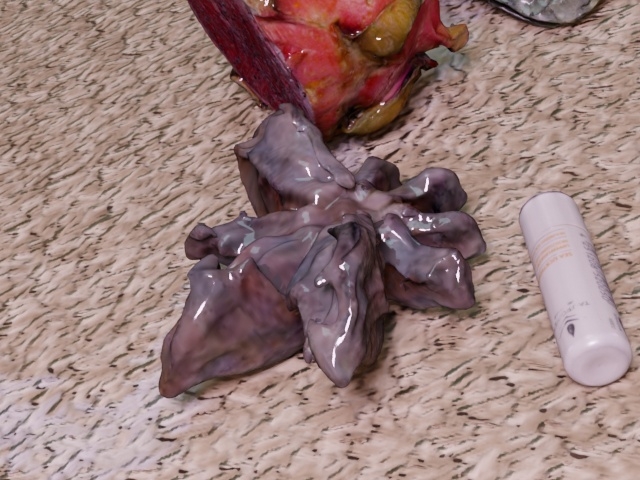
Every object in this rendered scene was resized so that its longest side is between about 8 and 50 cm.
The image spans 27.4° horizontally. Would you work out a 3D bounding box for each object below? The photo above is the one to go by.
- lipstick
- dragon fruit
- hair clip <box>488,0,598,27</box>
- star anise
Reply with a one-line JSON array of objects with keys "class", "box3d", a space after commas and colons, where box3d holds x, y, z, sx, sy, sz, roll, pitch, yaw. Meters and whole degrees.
[{"class": "lipstick", "box3d": [0.149, 0.027, 0.774, 0.040, 0.040, 0.141, -14, 38, 5]}, {"class": "dragon fruit", "box3d": [0.000, -0.181, 0.940, 0.147, 0.211, 0.282, -37, -4, -10]}, {"class": "hair clip", "box3d": [0.099, -0.260, 1.110, 0.321, 0.091, 0.138, 13, 44, 32]}, {"class": "star anise", "box3d": [-0.001, 0.003, 0.810, 0.198, 0.110, 0.257, -1, 34, 21]}]
